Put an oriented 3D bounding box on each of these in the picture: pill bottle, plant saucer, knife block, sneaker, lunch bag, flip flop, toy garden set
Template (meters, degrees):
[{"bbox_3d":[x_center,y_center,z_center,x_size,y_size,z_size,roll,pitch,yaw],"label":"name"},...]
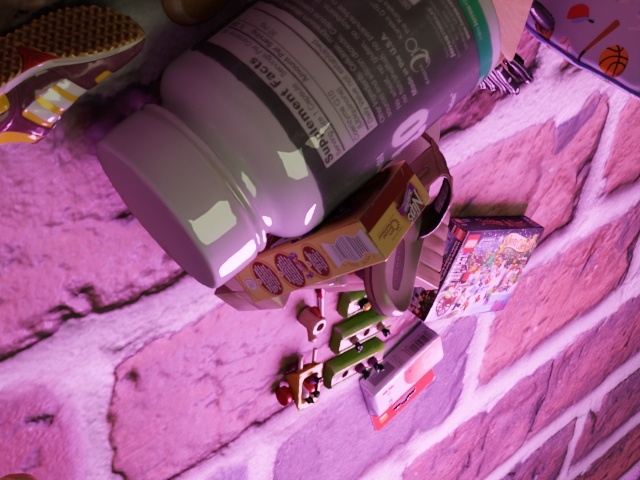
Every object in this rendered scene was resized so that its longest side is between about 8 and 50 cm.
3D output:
[{"bbox_3d":[-0.019,-0.134,0.989,0.361,0.204,0.204,-41,145,-16],"label":"pill bottle"},{"bbox_3d":[-0.108,-0.233,0.960,0.083,0.015,0.083,-31,141,-29],"label":"plant saucer"},{"bbox_3d":[0.187,-0.286,1.198,0.242,0.088,0.275,-43,138,-38],"label":"knife block"},{"bbox_3d":[-0.230,-0.130,0.869,0.185,0.069,0.084,-26,148,-25],"label":"sneaker"},{"bbox_3d":[0.395,-0.304,1.250,0.115,0.303,0.243,2,120,-42],"label":"lunch bag"},{"bbox_3d":[0.111,-0.047,1.211,0.112,0.080,0.277,23,73,-50],"label":"flip flop"},{"bbox_3d":[0.041,0.121,1.446,0.204,0.049,0.244,-22,137,-38],"label":"toy garden set"}]

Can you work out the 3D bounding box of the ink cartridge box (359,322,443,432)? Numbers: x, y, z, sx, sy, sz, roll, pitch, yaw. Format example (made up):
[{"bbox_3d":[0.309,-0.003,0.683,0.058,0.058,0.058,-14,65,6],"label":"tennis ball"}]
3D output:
[{"bbox_3d":[0.138,0.233,1.678,0.145,0.045,0.179,-41,143,-17],"label":"ink cartridge box"}]

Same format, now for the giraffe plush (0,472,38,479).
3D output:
[{"bbox_3d":[-0.374,0.313,1.034,0.181,0.210,0.170,-19,163,-46],"label":"giraffe plush"}]

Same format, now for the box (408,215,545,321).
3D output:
[{"bbox_3d":[0.243,0.041,1.625,0.233,0.044,0.159,-3,123,-50],"label":"box"}]

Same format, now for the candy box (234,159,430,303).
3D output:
[{"bbox_3d":[0.007,-0.006,1.041,0.053,0.187,0.109,54,44,-15],"label":"candy box"}]

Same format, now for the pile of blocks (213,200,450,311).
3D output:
[{"bbox_3d":[0.000,0.000,1.250,0.362,0.113,0.149,-5,88,-44],"label":"pile of blocks"}]
